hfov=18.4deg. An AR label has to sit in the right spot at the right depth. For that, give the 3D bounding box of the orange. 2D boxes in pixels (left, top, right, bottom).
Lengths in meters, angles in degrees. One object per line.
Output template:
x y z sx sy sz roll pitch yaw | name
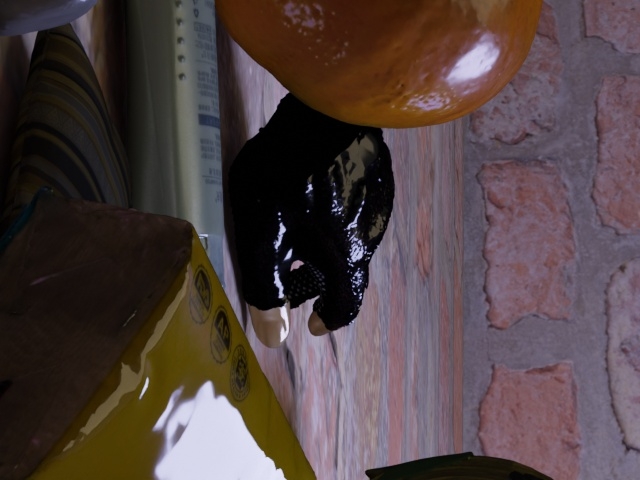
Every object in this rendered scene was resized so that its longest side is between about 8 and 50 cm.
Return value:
0.028 -0.174 1.229 0.171 0.240 0.240 -48 -163 29 | orange

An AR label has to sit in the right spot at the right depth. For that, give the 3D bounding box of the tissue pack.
-0.073 0.079 0.697 0.120 0.082 0.169 -56 147 -27 | tissue pack

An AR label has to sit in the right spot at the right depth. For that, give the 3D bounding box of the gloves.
0.003 -0.002 1.325 0.129 0.106 0.181 -87 166 -44 | gloves

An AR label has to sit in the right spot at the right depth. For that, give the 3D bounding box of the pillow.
-0.108 0.012 0.800 0.113 0.038 0.203 74 14 -47 | pillow

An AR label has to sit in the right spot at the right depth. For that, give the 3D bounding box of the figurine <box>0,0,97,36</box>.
-0.104 -0.210 0.460 0.342 0.167 0.285 49 26 -44 | figurine

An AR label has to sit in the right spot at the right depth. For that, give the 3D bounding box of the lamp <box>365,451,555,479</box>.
0.096 0.271 1.401 0.284 0.250 0.250 27 61 -83 | lamp

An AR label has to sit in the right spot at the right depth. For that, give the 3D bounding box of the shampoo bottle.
-0.076 -0.074 1.001 0.072 0.049 0.212 45 42 -83 | shampoo bottle
